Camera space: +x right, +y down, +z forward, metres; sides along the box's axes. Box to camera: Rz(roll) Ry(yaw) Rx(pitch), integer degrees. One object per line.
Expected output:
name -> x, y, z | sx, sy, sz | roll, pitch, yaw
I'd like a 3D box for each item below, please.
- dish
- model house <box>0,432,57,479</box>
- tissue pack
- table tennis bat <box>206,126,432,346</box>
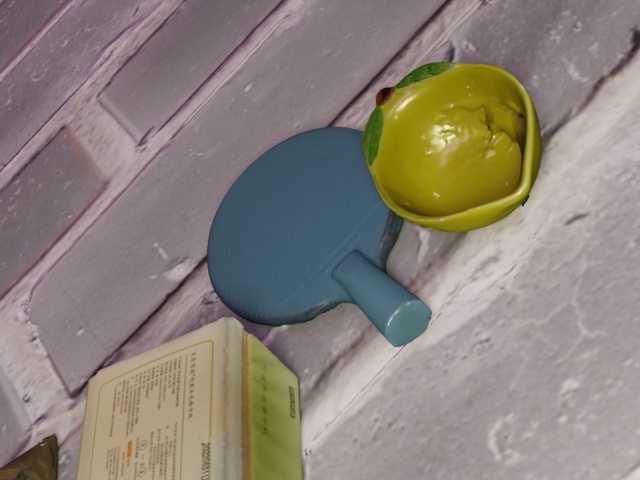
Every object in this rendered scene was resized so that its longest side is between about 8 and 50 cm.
dish -> 0.123, -0.070, 0.878 | 0.149, 0.080, 0.208 | -47, 41, 5
model house -> -0.316, 0.262, 0.942 | 0.180, 0.176, 0.248 | -16, 33, 32
tissue pack -> -0.104, 0.203, 0.813 | 0.159, 0.125, 0.234 | -25, 43, 21
table tennis bat -> 0.000, 0.000, 0.957 | 0.215, 0.044, 0.329 | -46, 38, -1
